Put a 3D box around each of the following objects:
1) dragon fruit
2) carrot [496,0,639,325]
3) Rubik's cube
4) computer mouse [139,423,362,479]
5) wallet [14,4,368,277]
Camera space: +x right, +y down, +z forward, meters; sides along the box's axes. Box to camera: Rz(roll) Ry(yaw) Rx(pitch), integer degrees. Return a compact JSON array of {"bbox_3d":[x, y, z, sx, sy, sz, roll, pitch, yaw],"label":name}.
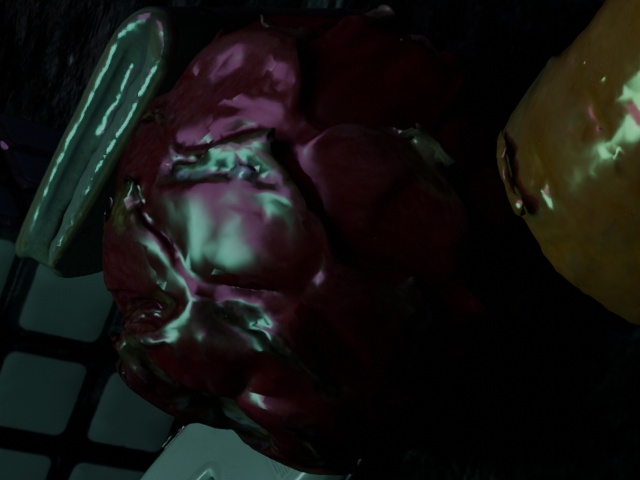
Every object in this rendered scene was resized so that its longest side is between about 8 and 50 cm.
[{"bbox_3d":[0.002,0.002,1.185,0.329,0.329,0.329,-36,44,45],"label":"dragon fruit"},{"bbox_3d":[0.268,-0.114,0.912,0.341,0.224,0.224,-52,34,38],"label":"carrot"},{"bbox_3d":[-0.294,0.069,1.625,0.304,0.301,0.305,-66,29,19],"label":"Rubik's cube"},{"bbox_3d":[-0.049,0.199,1.368,0.288,0.097,0.159,-46,36,12],"label":"computer mouse"},{"bbox_3d":[-0.094,-0.084,1.407,0.083,0.360,0.252,39,111,19],"label":"wallet"}]
